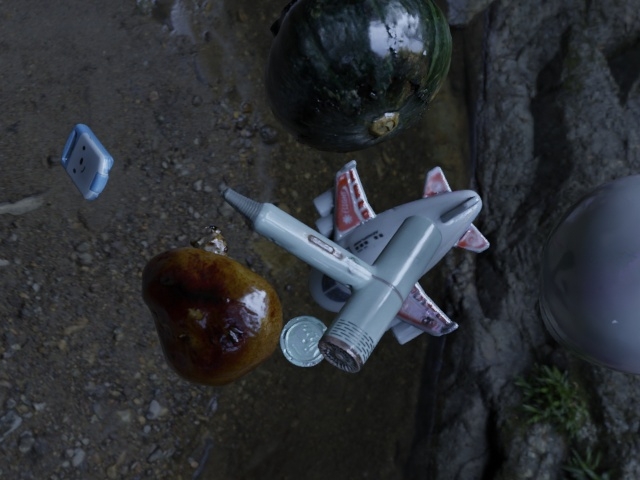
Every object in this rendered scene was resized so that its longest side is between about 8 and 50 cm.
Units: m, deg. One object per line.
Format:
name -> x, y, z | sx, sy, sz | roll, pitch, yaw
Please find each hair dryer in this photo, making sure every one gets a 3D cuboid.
hair dryer -> 0.003, -0.006, 0.480 | 0.183, 0.044, 0.155 | 43, 56, -5

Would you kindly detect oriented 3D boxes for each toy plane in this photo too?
toy plane -> 0.095, 0.011, 0.739 | 0.118, 0.253, 0.251 | -11, 105, -79

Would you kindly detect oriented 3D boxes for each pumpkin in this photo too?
pumpkin -> 0.086, -0.396, 1.331 | 0.455, 0.455, 0.343 | 3, 67, -41

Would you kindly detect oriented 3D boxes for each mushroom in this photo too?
mushroom -> -0.237, 0.153, 1.301 | 0.259, 0.346, 0.345 | -54, 131, -58

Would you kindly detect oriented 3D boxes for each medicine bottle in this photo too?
medicine bottle -> -0.032, 0.161, 0.924 | 0.074, 0.218, 0.073 | 1, 81, -5
medicine bottle -> 0.242, 0.039, 0.455 | 0.341, 0.131, 0.130 | 27, 76, -66

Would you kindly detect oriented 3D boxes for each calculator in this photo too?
calculator -> -0.545, -0.184, 1.326 | 0.039, 0.210, 0.121 | 9, 120, -51
